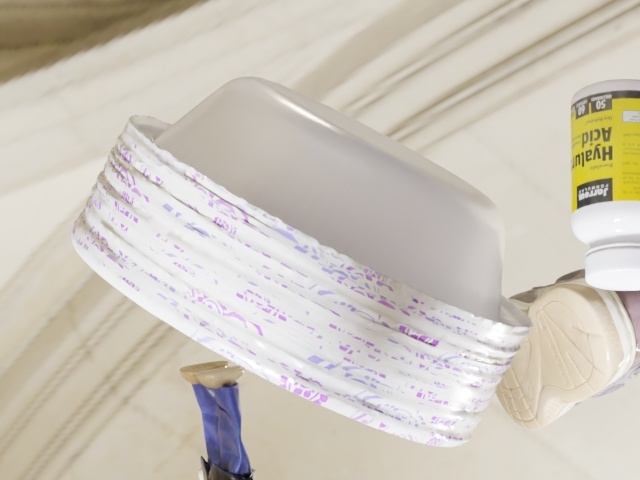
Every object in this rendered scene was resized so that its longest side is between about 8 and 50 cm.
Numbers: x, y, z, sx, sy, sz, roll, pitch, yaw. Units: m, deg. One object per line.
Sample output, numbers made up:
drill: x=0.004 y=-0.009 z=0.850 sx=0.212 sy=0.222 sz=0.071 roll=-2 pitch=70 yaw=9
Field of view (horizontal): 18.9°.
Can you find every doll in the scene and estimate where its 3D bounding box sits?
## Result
doll: x=-0.075 y=0.193 z=1.531 sx=0.046 sy=0.129 sz=0.189 roll=-9 pitch=-85 yaw=-23

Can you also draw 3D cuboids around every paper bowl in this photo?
paper bowl: x=0.000 y=0.000 z=1.203 sx=0.284 sy=0.284 sz=0.148 roll=23 pitch=-81 yaw=-35

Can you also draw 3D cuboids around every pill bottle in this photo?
pill bottle: x=0.181 y=-0.032 z=1.141 sx=0.065 sy=0.065 sz=0.116 roll=15 pitch=-112 yaw=-39

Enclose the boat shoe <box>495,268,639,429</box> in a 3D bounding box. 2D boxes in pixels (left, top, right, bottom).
boat shoe: x=0.189 y=0.072 z=1.403 sx=0.092 sy=0.285 sz=0.102 roll=-17 pitch=-98 yaw=-13
